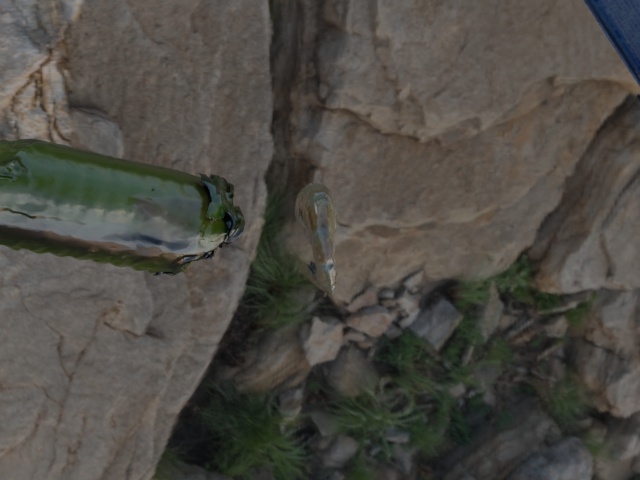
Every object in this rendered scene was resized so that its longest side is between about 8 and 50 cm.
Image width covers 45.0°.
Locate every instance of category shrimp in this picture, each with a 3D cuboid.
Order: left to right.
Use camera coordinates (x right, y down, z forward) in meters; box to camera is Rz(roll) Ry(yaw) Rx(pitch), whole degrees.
[{"bbox_3d":[0.000,0.000,0.871,0.047,0.223,0.126,-9,91,-1],"label":"shrimp"}]

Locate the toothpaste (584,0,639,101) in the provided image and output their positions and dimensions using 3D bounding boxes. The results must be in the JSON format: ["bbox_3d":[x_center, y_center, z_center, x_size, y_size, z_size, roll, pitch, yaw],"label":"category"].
[{"bbox_3d":[0.153,-0.140,0.361,0.066,0.053,0.272,-37,98,-2],"label":"toothpaste"}]

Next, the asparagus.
[{"bbox_3d":[-0.256,-0.039,0.746,0.382,0.128,0.108,11,59,-40],"label":"asparagus"}]
